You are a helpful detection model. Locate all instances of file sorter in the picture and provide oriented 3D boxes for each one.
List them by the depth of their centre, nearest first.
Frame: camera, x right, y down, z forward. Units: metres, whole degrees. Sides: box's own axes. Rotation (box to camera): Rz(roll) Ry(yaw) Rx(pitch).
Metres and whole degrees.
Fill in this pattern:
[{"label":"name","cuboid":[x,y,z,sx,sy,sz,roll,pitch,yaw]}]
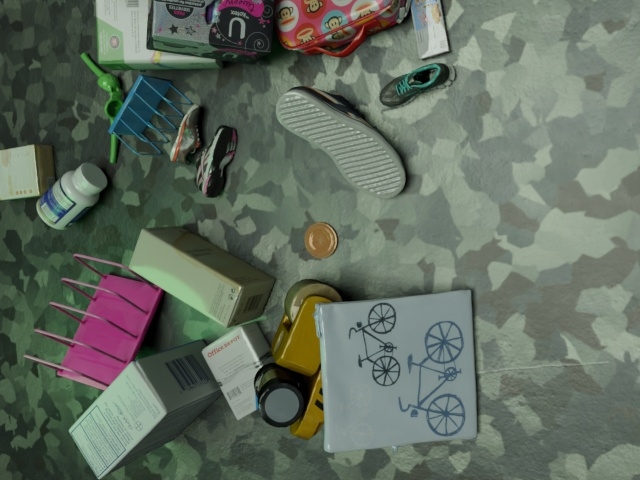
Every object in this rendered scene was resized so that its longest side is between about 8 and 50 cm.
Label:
[{"label":"file sorter","cuboid":[-0.420,-0.307,1.635,0.104,0.118,0.170,43,110,14]},{"label":"file sorter","cuboid":[-0.571,0.203,1.647,0.202,0.182,0.291,10,68,24]}]

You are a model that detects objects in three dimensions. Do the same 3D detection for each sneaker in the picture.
[{"label":"sneaker","cuboid":[0.191,-0.328,1.359,0.166,0.076,0.065,-22,84,26]},{"label":"sneaker","cuboid":[0.058,-0.226,1.417,0.321,0.127,0.126,39,118,-8]},{"label":"sneaker","cuboid":[-0.269,-0.199,1.599,0.077,0.072,0.178,27,100,33]},{"label":"sneaker","cuboid":[-0.320,-0.261,1.634,0.064,0.061,0.158,23,106,-5]}]

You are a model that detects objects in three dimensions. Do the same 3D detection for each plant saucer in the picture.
[{"label":"plant saucer","cuboid":[0.000,0.000,1.513,0.083,0.013,0.084,2,95,26]}]

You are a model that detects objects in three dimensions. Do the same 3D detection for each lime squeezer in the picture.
[{"label":"lime squeezer","cuboid":[-0.569,-0.368,1.736,0.109,0.059,0.311,-18,87,26]}]

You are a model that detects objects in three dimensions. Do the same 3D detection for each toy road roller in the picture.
[{"label":"toy road roller","cuboid":[0.006,0.267,1.430,0.240,0.202,0.330,20,89,-9]}]

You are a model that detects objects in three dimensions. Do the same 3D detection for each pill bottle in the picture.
[{"label":"pill bottle","cuboid":[-0.667,-0.123,1.772,0.186,0.112,0.112,-35,79,23]}]

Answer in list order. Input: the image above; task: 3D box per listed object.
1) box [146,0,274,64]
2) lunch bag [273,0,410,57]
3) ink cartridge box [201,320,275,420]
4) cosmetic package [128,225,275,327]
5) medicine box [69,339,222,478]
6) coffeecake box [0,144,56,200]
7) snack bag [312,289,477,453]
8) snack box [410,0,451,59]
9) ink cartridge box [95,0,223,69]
[{"label":"box","cuboid":[-0.237,-0.469,1.397,0.247,0.163,0.142,2,94,-19]},{"label":"lunch bag","cuboid":[0.035,-0.520,1.392,0.293,0.120,0.258,-12,88,28]},{"label":"ink cartridge box","cuboid":[-0.178,0.313,1.587,0.139,0.082,0.191,-34,78,24]},{"label":"cosmetic package","cuboid":[-0.284,0.080,1.578,0.309,0.160,0.113,28,105,20]},{"label":"medicine box","cuboid":[-0.411,0.405,1.606,0.289,0.263,0.149,-44,75,22]},{"label":"coffeecake box","cuboid":[-0.853,-0.192,1.881,0.185,0.068,0.143,-4,93,26]},{"label":"snack bag","cuboid":[0.158,0.273,1.348,0.342,0.037,0.323,-5,95,-10]},{"label":"snack box","cuboid":[0.223,-0.471,1.362,0.064,0.022,0.178,-10,90,27]},{"label":"ink cartridge box","cuboid":[-0.372,-0.509,1.541,0.278,0.117,0.202,-1,95,1]}]
